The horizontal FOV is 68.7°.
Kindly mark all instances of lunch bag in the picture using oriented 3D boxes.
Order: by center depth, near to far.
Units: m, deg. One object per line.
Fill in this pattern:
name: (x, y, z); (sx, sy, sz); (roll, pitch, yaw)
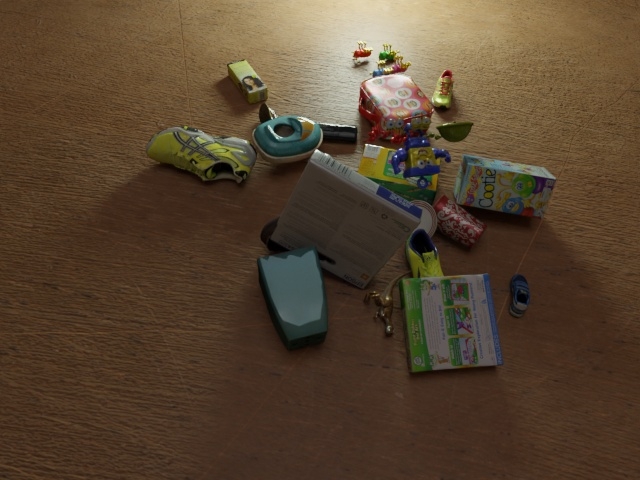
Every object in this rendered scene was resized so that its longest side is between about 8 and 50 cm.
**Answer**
lunch bag: (0.277, -0.530, 1.847); (0.258, 0.120, 0.293); (-15, 56, -13)

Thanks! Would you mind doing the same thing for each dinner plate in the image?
dinner plate: (0.311, -0.059, 1.501); (0.017, 0.141, 0.141); (-1, 42, -50)

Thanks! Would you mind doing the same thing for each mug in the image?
mug: (0.449, -0.066, 1.514); (0.169, 0.113, 0.150); (36, 62, 18)

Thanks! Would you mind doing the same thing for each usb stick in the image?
usb stick: (0.006, -0.419, 1.793); (0.278, 0.045, 0.077); (5, 57, -2)

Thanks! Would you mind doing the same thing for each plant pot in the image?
plant pot: (-0.064, 0.168, 1.287); (0.166, 0.165, 0.234); (-13, 64, -12)

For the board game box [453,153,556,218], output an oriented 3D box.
board game box: (0.602, -0.182, 1.558); (0.276, 0.142, 0.144); (11, 25, 5)

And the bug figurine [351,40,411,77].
bug figurine: (0.270, -0.791, 2.074); (0.216, 0.072, 0.279); (-12, 50, -19)

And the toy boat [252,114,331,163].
toy boat: (-0.069, -0.328, 1.636); (0.268, 0.148, 0.318); (-26, 66, -29)

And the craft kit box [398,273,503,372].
craft kit box: (0.349, 0.222, 1.271); (0.247, 0.061, 0.249); (-2, 75, -7)

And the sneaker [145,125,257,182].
sneaker: (-0.421, -0.291, 1.622); (0.385, 0.145, 0.147); (5, 52, 3)

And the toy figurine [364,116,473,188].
toy figurine: (0.344, -0.277, 1.580); (0.363, 0.191, 0.217); (-6, 83, -18)

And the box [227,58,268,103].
box: (-0.307, -0.670, 1.965); (0.087, 0.058, 0.232); (-24, 57, -19)

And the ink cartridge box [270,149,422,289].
ink cartridge box: (0.059, -0.044, 1.300); (0.324, 0.330, 0.071); (29, 46, -4)

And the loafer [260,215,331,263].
loafer: (0.000, 0.000, 1.426); (0.366, 0.133, 0.130); (-1, 53, -3)

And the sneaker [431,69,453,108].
sneaker: (0.514, -0.633, 1.952); (0.082, 0.094, 0.208); (10, 55, 3)

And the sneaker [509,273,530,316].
sneaker: (0.594, 0.154, 1.384); (0.053, 0.059, 0.144); (12, 52, 9)

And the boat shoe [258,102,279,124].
boat shoe: (-0.188, -0.462, 1.817); (0.060, 0.064, 0.178); (7, 46, -45)

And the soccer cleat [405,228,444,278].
soccer cleat: (0.319, 0.095, 1.376); (0.094, 0.121, 0.289); (-9, 55, -10)

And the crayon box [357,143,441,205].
crayon box: (0.272, -0.232, 1.646); (0.279, 0.081, 0.165); (13, 54, 7)

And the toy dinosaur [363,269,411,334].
toy dinosaur: (0.190, 0.173, 1.361); (0.112, 0.064, 0.211); (18, 63, -9)
